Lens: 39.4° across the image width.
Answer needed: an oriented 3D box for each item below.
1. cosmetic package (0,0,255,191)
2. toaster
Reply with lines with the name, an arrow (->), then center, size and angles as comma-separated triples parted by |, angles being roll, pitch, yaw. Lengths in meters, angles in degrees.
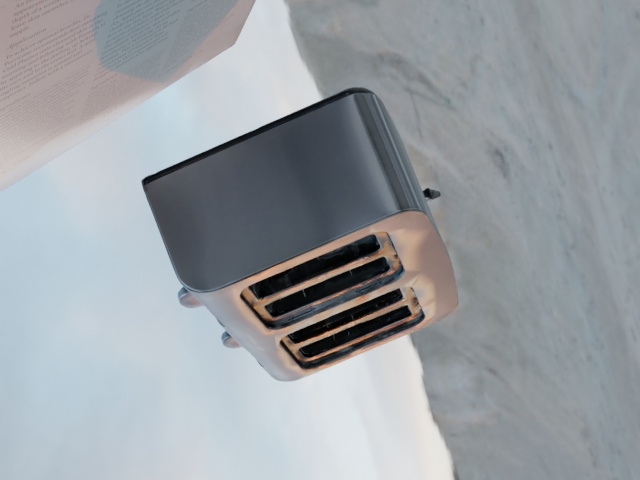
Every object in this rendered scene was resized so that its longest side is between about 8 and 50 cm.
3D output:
cosmetic package -> -0.148, -0.157, 0.501 | 0.097, 0.284, 0.377 | 45, -129, 2
toaster -> 0.000, 0.000, 0.598 | 0.168, 0.186, 0.110 | 61, -172, -59
